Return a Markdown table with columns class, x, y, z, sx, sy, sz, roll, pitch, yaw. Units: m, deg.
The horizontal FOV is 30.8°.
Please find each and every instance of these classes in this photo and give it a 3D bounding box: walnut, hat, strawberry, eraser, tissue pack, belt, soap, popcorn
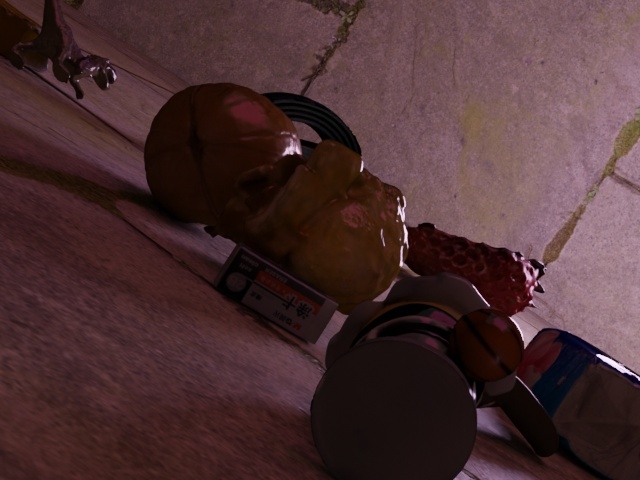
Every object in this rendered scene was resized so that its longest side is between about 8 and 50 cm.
| class | x | y | z | sx | sy | sz | roll | pitch | yaw |
| --- | --- | --- | --- | --- | --- | --- | --- | --- | --- |
| walnut | -0.120 | -0.099 | 1.442 | 0.193 | 0.193 | 0.225 | 33 | -4 | 9 |
| hat | 0.184 | 0.185 | 1.344 | 0.166 | 0.144 | 0.173 | -127 | -158 | -78 |
| strawberry | 0.306 | 0.079 | 2.341 | 0.280 | 0.150 | 0.253 | 24 | -11 | -39 |
| eraser | -0.045 | 0.054 | 1.191 | 0.122 | 0.052 | 0.029 | 31 | 7 | -9 |
| tissue pack | 0.384 | 0.231 | 1.579 | 0.209 | 0.137 | 0.269 | 31 | 3 | -6 |
| belt | -0.067 | -0.149 | 1.967 | 0.268 | 0.206 | 0.116 | 22 | 7 | -26 |
| soap | -0.553 | -0.375 | 1.946 | 0.232 | 0.073 | 0.140 | 37 | 9 | 34 |
| popcorn | 0.001 | -0.002 | 1.301 | 0.253 | 0.191 | 0.190 | 12 | 47 | -60 |

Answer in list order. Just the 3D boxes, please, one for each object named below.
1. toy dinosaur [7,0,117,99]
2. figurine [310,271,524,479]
| class | x | y | z | sx | sy | sz | roll | pitch | yaw |
| --- | --- | --- | --- | --- | --- | --- | --- | --- | --- |
| toy dinosaur | -0.428 | -0.337 | 1.887 | 0.251 | 0.072 | 0.199 | 54 | 32 | -17 |
| figurine | 0.081 | 0.103 | 0.918 | 0.133 | 0.176 | 0.236 | 60 | 11 | -1 |
